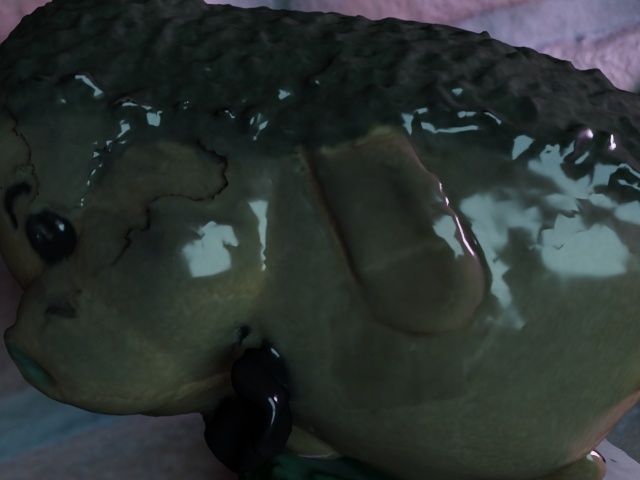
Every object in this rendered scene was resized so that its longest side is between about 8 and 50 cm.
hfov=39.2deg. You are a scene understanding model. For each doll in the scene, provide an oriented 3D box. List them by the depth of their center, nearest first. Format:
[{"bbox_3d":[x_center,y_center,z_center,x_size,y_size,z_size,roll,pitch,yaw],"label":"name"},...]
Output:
[{"bbox_3d":[0.000,0.000,0.433,0.350,0.247,0.247,24,81,-1],"label":"doll"}]

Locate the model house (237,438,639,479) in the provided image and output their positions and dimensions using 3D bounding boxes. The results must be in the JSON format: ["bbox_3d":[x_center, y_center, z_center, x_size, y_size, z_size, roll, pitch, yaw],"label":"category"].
[{"bbox_3d":[0.061,0.281,0.539,0.267,0.194,0.324,8,99,-20],"label":"model house"}]
